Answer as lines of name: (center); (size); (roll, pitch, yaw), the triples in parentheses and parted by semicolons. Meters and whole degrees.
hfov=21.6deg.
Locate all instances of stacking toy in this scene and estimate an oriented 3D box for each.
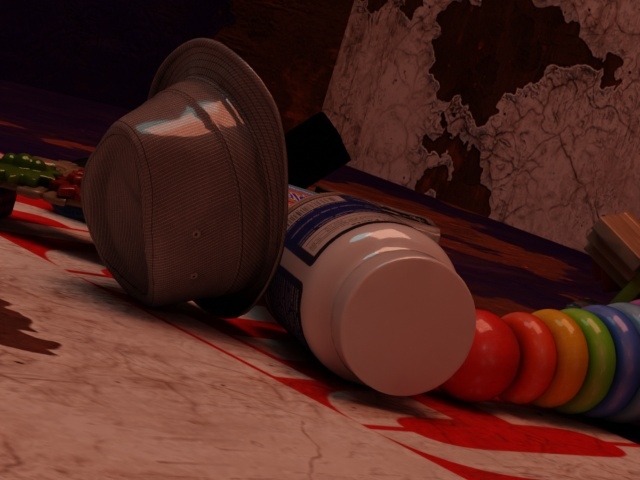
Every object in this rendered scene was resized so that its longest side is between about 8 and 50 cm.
stacking toy: (0.242, 0.114, 1.660); (0.330, 0.141, 0.141); (7, 11, -35)

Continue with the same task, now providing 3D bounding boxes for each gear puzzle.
gear puzzle: (-0.276, -0.078, 1.825); (0.339, 0.044, 0.175); (14, 14, 12)

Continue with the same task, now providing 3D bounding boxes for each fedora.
fedora: (-0.142, -0.043, 1.576); (0.124, 0.275, 0.243); (-18, 48, -32)

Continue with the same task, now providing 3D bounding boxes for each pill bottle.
pill bottle: (0.041, 0.049, 1.560); (0.153, 0.153, 0.265); (15, 7, -18)

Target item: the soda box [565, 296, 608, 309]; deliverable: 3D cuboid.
soda box: (0.352, 0.115, 2.198); (0.058, 0.063, 0.183); (19, 7, 14)

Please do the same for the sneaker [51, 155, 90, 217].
sneaker: (-0.208, -0.065, 2.027); (0.232, 0.081, 0.090); (8, 27, 10)

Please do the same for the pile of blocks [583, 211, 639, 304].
pile of blocks: (0.479, 0.112, 2.213); (0.362, 0.112, 0.149); (37, 25, -1)

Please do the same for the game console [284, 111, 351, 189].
game console: (-0.051, -0.042, 2.055); (0.044, 0.213, 0.361); (56, 5, -23)

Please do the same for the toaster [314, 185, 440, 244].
toaster: (0.059, 0.009, 2.148); (0.168, 0.110, 0.185); (17, 6, -4)

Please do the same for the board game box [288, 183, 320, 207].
board game box: (0.000, 0.000, 1.799); (0.160, 0.047, 0.210); (16, 16, -14)

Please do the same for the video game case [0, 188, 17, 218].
video game case: (-0.445, -0.064, 1.777); (0.210, 0.041, 0.232); (18, 6, 0)
